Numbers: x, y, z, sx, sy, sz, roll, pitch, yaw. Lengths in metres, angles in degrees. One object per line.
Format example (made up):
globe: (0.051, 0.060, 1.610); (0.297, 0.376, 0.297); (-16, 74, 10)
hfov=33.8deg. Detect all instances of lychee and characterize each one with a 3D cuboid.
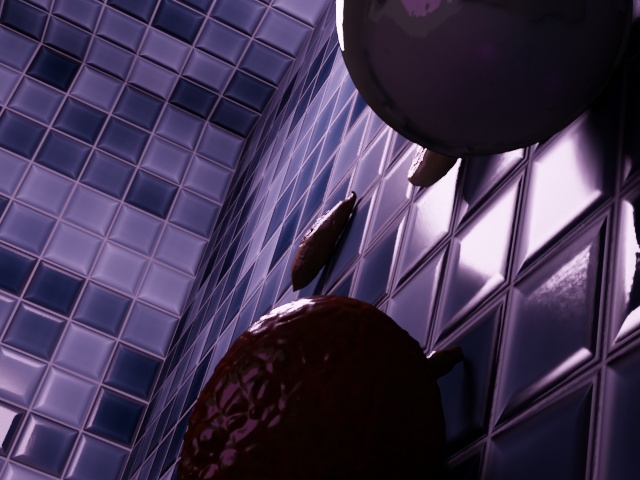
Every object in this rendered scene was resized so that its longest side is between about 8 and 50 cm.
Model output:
lychee: (0.007, 0.172, 1.008); (0.300, 0.255, 0.255); (-32, -11, -36)

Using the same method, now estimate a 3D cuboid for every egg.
egg: (0.152, -0.215, 1.000); (0.278, 0.278, 0.336); (-62, 7, 18)

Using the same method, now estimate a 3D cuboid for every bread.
bread: (0.178, -0.160, 1.346); (0.214, 0.053, 0.073); (-63, 16, -1)

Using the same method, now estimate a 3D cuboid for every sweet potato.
sweet potato: (0.000, 0.000, 1.811); (0.206, 0.060, 0.068); (-53, 52, 10)
